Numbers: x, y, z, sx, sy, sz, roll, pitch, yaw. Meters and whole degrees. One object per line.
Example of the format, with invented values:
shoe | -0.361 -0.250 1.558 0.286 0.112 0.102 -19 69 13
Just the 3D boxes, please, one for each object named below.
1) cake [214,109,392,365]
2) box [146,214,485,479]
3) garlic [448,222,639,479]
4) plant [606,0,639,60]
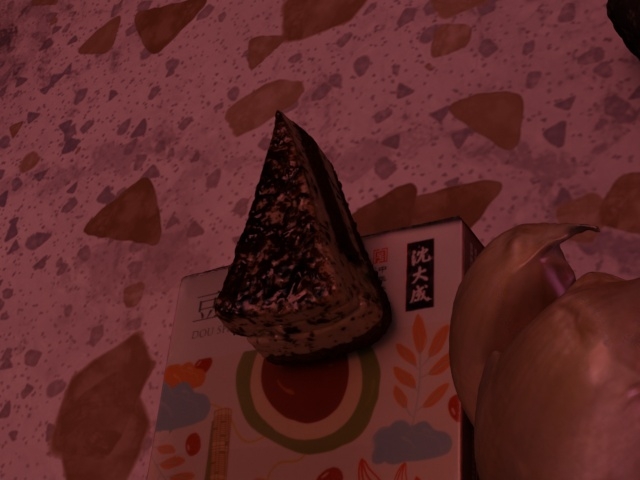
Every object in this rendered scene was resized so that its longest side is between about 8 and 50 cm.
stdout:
cake | 0.007 -0.009 0.902 0.135 0.112 0.246 -3 56 29
box | 0.000 0.199 0.926 0.344 0.122 0.385 -13 55 28
garlic | 0.208 0.122 0.712 0.249 0.313 0.286 -21 48 35
plant | 0.397 -0.181 0.859 0.181 0.194 0.320 -40 44 11
